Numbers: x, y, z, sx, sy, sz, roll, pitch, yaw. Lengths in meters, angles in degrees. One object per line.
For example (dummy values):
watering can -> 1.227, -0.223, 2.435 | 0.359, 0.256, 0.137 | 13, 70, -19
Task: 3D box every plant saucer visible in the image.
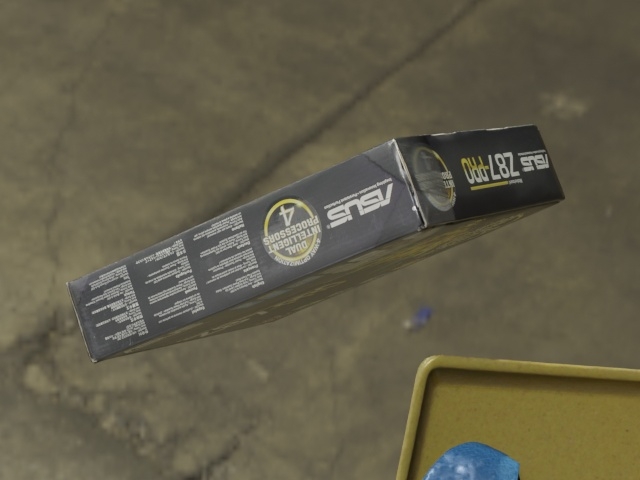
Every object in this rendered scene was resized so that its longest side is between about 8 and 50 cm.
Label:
plant saucer -> 0.204, 0.262, 1.649 | 0.333, 0.333, 0.081 | 6, 15, -19

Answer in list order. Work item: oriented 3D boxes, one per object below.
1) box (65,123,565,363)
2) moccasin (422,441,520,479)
box -> 0.000, 0.000, 1.698 | 0.318, 0.395, 0.097 | -6, 75, -60
moccasin -> 0.074, 0.334, 1.506 | 0.138, 0.117, 0.342 | 35, 68, 31
